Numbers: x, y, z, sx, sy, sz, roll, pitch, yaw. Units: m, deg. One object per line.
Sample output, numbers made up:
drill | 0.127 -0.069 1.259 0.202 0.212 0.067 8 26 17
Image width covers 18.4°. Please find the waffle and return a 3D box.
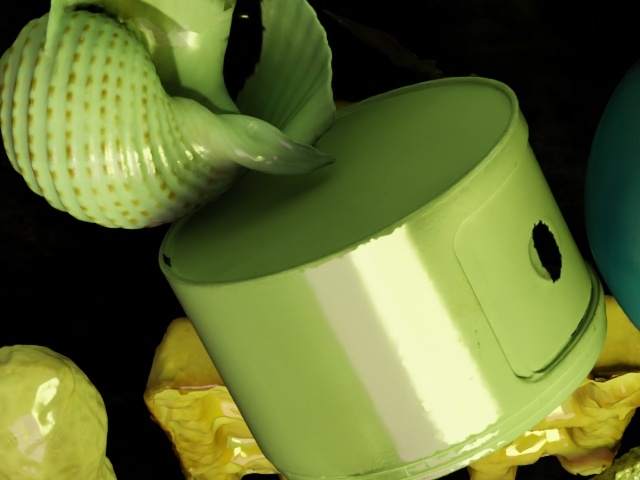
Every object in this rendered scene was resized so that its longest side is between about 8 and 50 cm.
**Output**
waffle | 0.058 0.118 1.415 0.348 0.077 0.304 -3 159 1

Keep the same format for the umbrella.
umbrella | 0.049 -0.116 1.236 0.122 0.013 0.022 22 124 -26

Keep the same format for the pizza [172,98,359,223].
pizza | 0.000 0.000 1.327 0.290 0.081 0.228 12 140 -19

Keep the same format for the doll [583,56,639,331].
doll | 0.292 -0.015 1.161 0.240 0.284 0.310 -19 150 25

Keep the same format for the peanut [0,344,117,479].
peanut | -0.219 0.171 1.513 0.124 0.123 0.256 -4 139 3

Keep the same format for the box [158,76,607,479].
box | 0.039 0.023 1.152 0.226 0.226 0.149 -19 113 21

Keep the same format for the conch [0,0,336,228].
conch | -0.093 -0.086 1.162 0.200 0.172 0.131 17 167 -13

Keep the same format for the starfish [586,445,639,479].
starfish | 0.301 0.143 1.433 0.358 0.078 0.347 -19 165 -14
